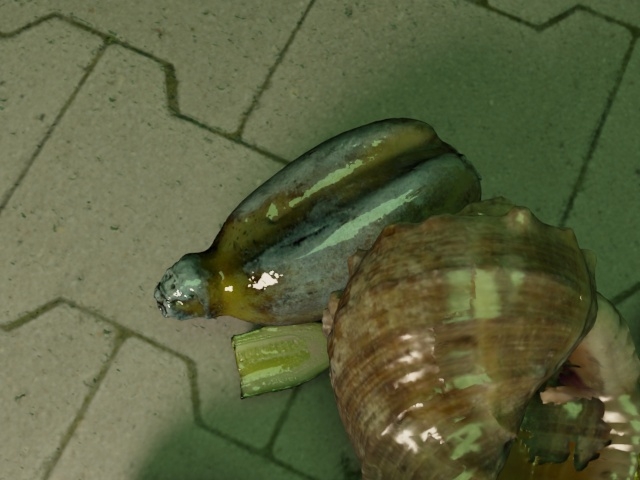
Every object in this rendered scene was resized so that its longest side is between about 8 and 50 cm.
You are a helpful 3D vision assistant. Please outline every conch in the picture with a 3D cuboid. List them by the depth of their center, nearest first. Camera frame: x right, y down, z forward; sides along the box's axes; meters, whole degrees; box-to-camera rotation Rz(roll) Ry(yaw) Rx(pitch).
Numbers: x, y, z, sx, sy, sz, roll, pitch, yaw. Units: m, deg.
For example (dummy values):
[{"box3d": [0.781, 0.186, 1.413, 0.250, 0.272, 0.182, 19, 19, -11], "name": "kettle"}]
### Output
[{"box3d": [0.123, 0.138, 0.586, 0.297, 0.210, 0.352, 24, 86, -25], "name": "conch"}]

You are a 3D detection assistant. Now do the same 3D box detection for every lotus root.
[{"box3d": [0.000, 0.000, 0.688, 0.322, 0.140, 0.158, -29, 60, -5], "name": "lotus root"}]

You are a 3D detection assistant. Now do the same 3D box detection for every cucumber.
[{"box3d": [-0.032, 0.116, 0.704, 0.107, 0.035, 0.067, -10, 63, -11], "name": "cucumber"}]

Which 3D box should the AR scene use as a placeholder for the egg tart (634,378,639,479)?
[{"box3d": [0.305, 0.203, 0.642, 0.074, 0.191, 0.191, 7, 70, -36], "name": "egg tart"}]
